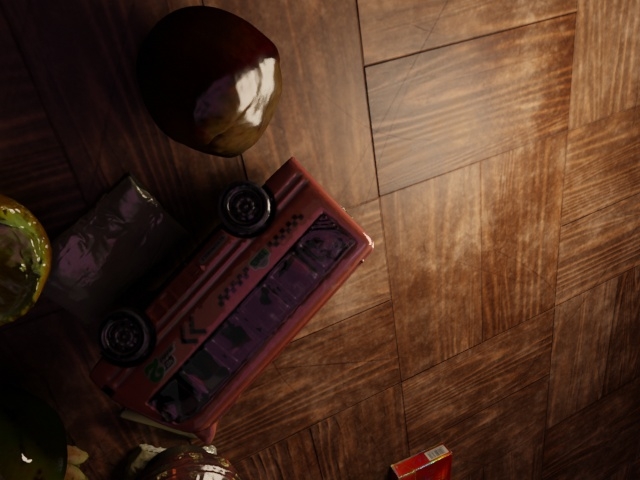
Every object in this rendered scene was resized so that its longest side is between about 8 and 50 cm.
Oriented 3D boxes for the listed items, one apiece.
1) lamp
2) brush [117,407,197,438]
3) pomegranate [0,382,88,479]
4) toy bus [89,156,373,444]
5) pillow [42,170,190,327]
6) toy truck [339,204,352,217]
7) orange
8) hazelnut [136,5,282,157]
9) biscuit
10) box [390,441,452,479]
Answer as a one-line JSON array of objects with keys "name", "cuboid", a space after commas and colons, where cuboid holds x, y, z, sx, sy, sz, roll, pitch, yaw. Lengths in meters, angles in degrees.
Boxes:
[{"name": "lamp", "cuboid": [-0.244, 0.496, 0.875, 0.246, 0.247, 0.247, -10, 116, -22]}, {"name": "brush", "cuboid": [-0.304, 0.345, 0.943, 0.034, 0.027, 0.190, -47, 131, 4]}, {"name": "pomegranate", "cuboid": [-0.479, 0.346, 0.758, 0.236, 0.236, 0.302, -47, 147, 0]}, {"name": "toy bus", "cuboid": [-0.129, 0.086, 0.762, 0.233, 0.203, 0.427, 42, 90, -5]}, {"name": "pillow", "cuboid": [-0.333, 0.017, 0.765, 0.229, 0.050, 0.148, -41, 119, -1]}, {"name": "toy truck", "cuboid": [0.000, 0.000, 0.904, 0.065, 0.079, 0.147, 24, 98, -32]}, {"name": "orange", "cuboid": [-0.477, 0.012, 0.624, 0.237, 0.158, 0.180, 12, 105, -31]}, {"name": "hazelnut", "cuboid": [-0.162, -0.218, 0.678, 0.208, 0.208, 0.208, -10, 116, -22]}, {"name": "biscuit", "cuboid": [-0.291, 0.494, 1.007, 0.188, 0.040, 0.266, -36, 123, -5]}, {"name": "box", "cuboid": [0.277, 0.638, 1.345, 0.175, 0.048, 0.112, -15, 118, -20]}]
